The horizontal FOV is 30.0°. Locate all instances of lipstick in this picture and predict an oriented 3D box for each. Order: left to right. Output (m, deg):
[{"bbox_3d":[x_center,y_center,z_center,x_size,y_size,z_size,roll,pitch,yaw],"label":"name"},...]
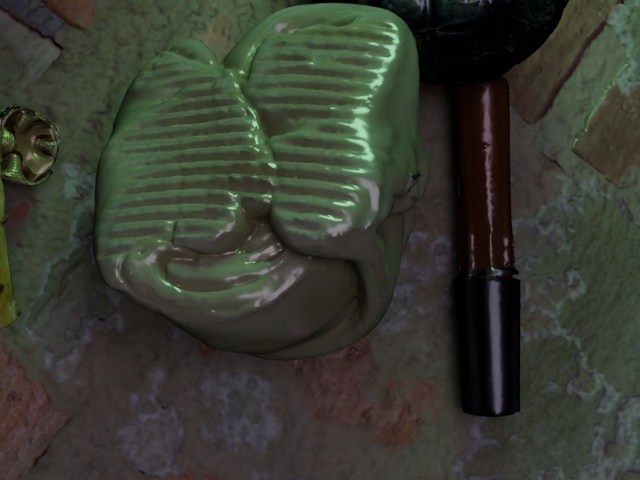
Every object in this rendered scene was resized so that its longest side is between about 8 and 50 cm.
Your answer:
[{"bbox_3d":[0.191,-0.008,1.382,0.077,0.077,0.418,0,84,-16],"label":"lipstick"}]

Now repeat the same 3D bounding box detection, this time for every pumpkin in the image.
[{"bbox_3d":[0.131,-0.318,1.312,0.315,0.238,0.315,0,84,2],"label":"pumpkin"}]

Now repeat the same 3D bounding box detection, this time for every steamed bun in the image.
[{"bbox_3d":[-0.047,-0.036,1.212,0.342,0.255,0.368,-2,53,20],"label":"steamed bun"}]

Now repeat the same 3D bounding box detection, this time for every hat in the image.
[{"bbox_3d":[-0.317,-0.099,1.249,0.076,0.059,0.077,19,86,-30],"label":"hat"}]

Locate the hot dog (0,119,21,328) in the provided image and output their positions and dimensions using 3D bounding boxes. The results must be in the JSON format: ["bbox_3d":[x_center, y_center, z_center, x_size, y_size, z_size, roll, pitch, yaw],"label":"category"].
[{"bbox_3d":[-0.461,-0.085,1.080,0.367,0.196,0.365,-4,105,-22],"label":"hot dog"}]
